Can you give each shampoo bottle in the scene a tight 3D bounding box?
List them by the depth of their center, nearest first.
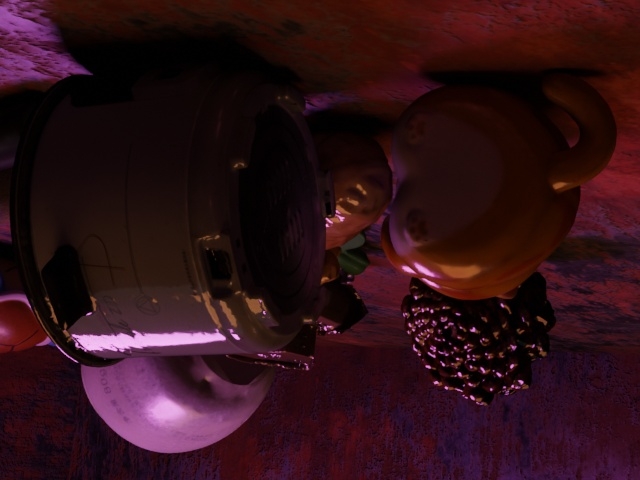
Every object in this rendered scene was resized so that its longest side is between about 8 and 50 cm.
[{"bbox_3d":[-0.242,0.197,1.993,0.322,0.323,0.317,10,161,-29],"label":"shampoo bottle"}]

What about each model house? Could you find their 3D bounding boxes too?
[{"bbox_3d":[-0.001,0.107,1.766,0.176,0.181,0.248,-2,168,32],"label":"model house"}]

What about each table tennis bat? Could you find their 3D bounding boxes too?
[{"bbox_3d":[0.000,0.000,1.592,0.160,0.039,0.257,-1,163,27],"label":"table tennis bat"}]

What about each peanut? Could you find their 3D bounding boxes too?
[{"bbox_3d":[0.002,-0.046,1.135,0.117,0.101,0.263,16,172,-3],"label":"peanut"}]

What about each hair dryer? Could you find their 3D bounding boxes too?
[{"bbox_3d":[-0.226,-0.096,1.118,0.100,0.057,0.197,-5,175,43],"label":"hair dryer"}]

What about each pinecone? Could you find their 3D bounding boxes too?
[{"bbox_3d":[0.230,0.104,1.626,0.221,0.222,0.221,4,170,1],"label":"pinecone"}]

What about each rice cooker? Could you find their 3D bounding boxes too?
[{"bbox_3d":[-0.125,-0.020,0.941,0.227,0.241,0.280,-3,-153,21],"label":"rice cooker"}]

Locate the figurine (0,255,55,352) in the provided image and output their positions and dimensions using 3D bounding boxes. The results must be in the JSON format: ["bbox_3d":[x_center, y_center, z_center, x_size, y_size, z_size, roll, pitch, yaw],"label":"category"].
[{"bbox_3d":[-0.561,0.099,2.001,0.298,0.243,0.416,-16,180,40],"label":"figurine"}]

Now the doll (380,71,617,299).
[{"bbox_3d":[0.131,-0.033,0.979,0.162,0.167,0.269,7,173,-1],"label":"doll"}]

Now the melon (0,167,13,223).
[{"bbox_3d":[-0.352,-0.062,1.196,0.130,0.098,0.098,13,167,-30],"label":"melon"}]

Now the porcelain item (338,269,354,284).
[{"bbox_3d":[0.009,0.074,1.884,0.021,0.075,0.136,-2,169,37],"label":"porcelain item"}]

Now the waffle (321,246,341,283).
[{"bbox_3d":[-0.099,-0.006,1.306,0.249,0.056,0.253,21,-169,27],"label":"waffle"}]
